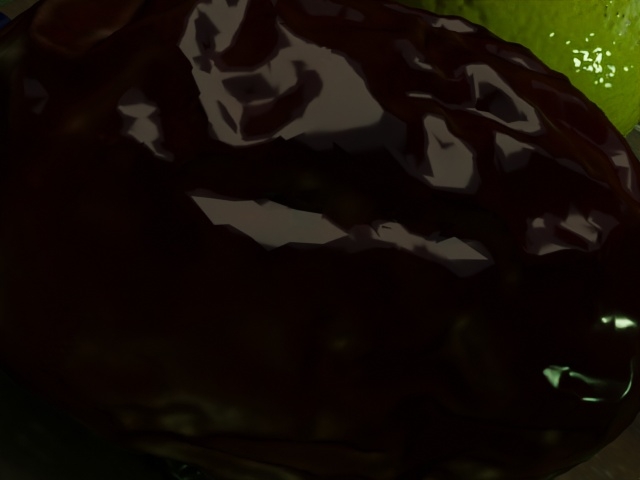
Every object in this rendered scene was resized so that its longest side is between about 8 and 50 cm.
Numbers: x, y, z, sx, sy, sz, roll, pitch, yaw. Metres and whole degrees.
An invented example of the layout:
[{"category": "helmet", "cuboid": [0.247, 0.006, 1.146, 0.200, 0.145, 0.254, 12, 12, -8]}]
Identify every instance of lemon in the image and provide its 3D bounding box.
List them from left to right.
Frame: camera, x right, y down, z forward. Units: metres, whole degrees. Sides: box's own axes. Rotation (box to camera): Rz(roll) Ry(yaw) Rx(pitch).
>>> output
[{"category": "lemon", "cuboid": [0.131, -0.158, 0.989, 0.263, 0.236, 0.236, -14, 41, -29]}]

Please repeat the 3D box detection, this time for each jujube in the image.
[{"category": "jujube", "cuboid": [0.000, 0.000, 0.469, 0.250, 0.174, 0.174, 9, 27, -27]}]

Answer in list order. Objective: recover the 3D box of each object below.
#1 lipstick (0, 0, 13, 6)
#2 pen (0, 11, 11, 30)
[{"category": "lipstick", "cuboid": [-0.198, -0.123, 0.612, 0.070, 0.070, 0.254, 32, 18, 1]}, {"category": "pen", "cuboid": [-0.166, -0.052, 0.539, 0.033, 0.033, 0.269, 29, 19, -6]}]
